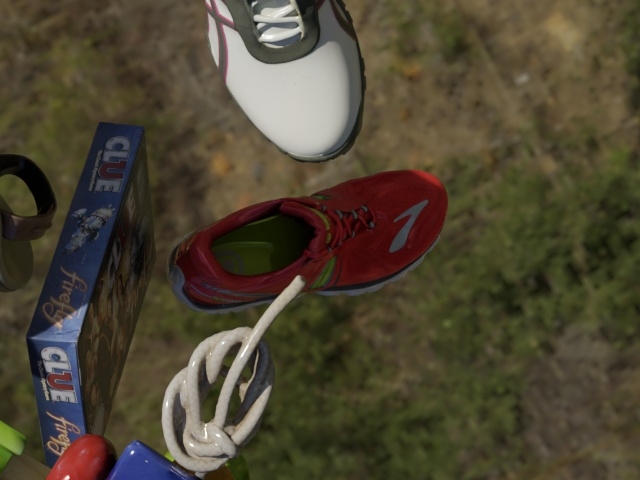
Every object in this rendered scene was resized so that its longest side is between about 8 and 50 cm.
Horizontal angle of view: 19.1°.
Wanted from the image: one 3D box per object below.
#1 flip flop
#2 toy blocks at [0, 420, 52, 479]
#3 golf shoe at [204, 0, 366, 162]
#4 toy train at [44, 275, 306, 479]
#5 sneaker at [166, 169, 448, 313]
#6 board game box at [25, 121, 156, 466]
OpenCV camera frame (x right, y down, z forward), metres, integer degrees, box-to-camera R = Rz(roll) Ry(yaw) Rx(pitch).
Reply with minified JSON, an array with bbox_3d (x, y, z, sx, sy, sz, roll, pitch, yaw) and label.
[{"bbox_3d":[-0.295,-0.044,1.830,0.277,0.080,0.112,92,168,-55],"label":"flip flop"},{"bbox_3d":[-0.258,0.222,1.058,0.381,0.261,0.190,36,159,-24],"label":"toy blocks"},{"bbox_3d":[-0.043,-0.173,1.313,0.120,0.105,0.273,-83,-24,-73],"label":"golf shoe"},{"bbox_3d":[-0.058,0.115,0.842,0.105,0.248,0.143,33,-171,4],"label":"toy train"},{"bbox_3d":[0.000,0.000,1.709,0.107,0.279,0.118,68,161,9],"label":"sneaker"},{"bbox_3d":[-0.185,0.044,1.570,0.165,0.042,0.243,90,-171,-47],"label":"board game box"}]
